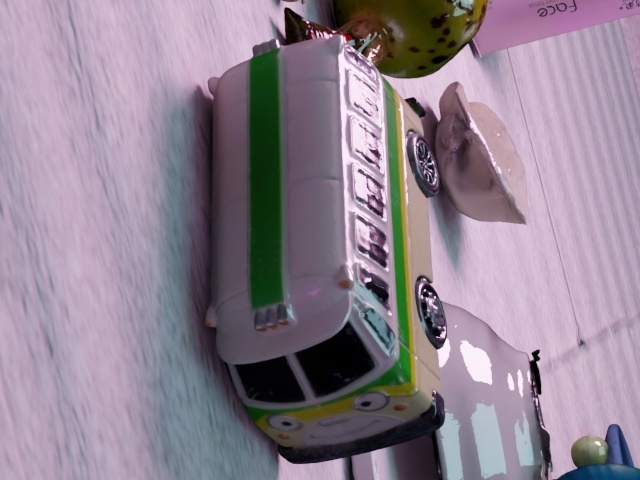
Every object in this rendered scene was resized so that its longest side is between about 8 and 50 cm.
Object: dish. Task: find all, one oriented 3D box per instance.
[{"bbox_3d":[0.168,0.197,1.629,0.316,0.106,0.316,-9,90,-83],"label":"dish"}]

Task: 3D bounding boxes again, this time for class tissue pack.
[{"bbox_3d":[0.311,-0.343,2.290,0.148,0.246,0.092,-76,148,-52],"label":"tissue pack"}]

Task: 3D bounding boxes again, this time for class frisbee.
[{"bbox_3d":[0.413,0.392,2.336,0.289,0.049,0.289,-13,90,-78],"label":"frisbee"}]

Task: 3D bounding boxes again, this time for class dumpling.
[{"bbox_3d":[0.177,-0.097,1.967,0.150,0.092,0.176,55,27,-51],"label":"dumpling"}]

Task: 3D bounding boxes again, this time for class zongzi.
[{"bbox_3d":[-0.010,-0.166,1.590,0.083,0.067,0.073,23,64,-43],"label":"zongzi"}]

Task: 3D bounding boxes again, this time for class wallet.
[{"bbox_3d":[0.071,0.206,1.553,0.190,0.033,0.095,37,43,-59],"label":"wallet"}]

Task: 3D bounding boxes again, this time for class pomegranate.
[{"bbox_3d":[0.078,-0.227,1.723,0.205,0.159,0.159,-46,124,-35],"label":"pomegranate"}]

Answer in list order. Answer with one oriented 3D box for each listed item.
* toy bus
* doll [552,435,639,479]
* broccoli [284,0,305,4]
[{"bbox_3d":[0.000,0.000,1.338,0.179,0.143,0.305,46,35,-50],"label":"toy bus"},{"bbox_3d":[0.293,0.317,1.771,0.322,0.186,0.198,-82,162,-79],"label":"doll"},{"bbox_3d":[-0.038,-0.293,1.538,0.122,0.118,0.204,53,-16,40],"label":"broccoli"}]
